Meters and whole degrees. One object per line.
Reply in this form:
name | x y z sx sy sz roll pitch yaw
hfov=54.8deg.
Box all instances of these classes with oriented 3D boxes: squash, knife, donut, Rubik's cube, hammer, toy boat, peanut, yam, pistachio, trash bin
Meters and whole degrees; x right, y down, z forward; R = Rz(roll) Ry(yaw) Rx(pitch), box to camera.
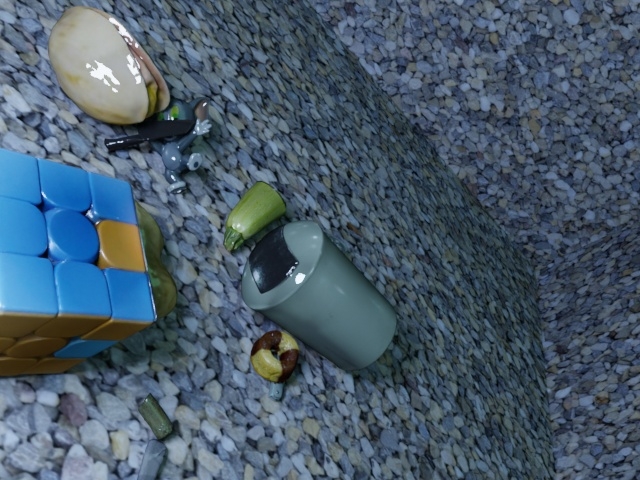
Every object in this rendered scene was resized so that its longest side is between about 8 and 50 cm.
squash | -0.198 -0.075 1.744 0.137 0.137 0.287 54 35 -7
knife | -0.105 0.349 1.621 0.044 0.023 0.162 38 38 -25
donut | -0.112 0.296 1.600 0.140 0.059 0.140 20 42 -19
knife | -0.430 -0.276 1.559 0.230 0.028 0.060 -15 75 -15
Rubik's cube | -0.505 0.052 1.065 0.291 0.291 0.290 15 52 -55
hammer | -0.360 0.553 1.108 0.152 0.044 0.427 39 37 -29
toy boat | 0.000 0.000 1.978 0.260 0.085 0.078 19 49 -45
peanut | -0.411 0.025 1.371 0.147 0.147 0.319 -17 76 -56
yam | -0.343 0.365 1.279 0.094 0.043 0.043 55 33 -4
pistachio | -0.517 -0.419 1.501 0.309 0.230 0.230 44 35 -6
trash bin | -0.010 0.146 1.676 0.432 0.280 0.280 43 36 -31

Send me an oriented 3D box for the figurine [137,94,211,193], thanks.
figurine | -0.371 -0.266 1.643 0.140 0.193 0.265 -68 145 -81
